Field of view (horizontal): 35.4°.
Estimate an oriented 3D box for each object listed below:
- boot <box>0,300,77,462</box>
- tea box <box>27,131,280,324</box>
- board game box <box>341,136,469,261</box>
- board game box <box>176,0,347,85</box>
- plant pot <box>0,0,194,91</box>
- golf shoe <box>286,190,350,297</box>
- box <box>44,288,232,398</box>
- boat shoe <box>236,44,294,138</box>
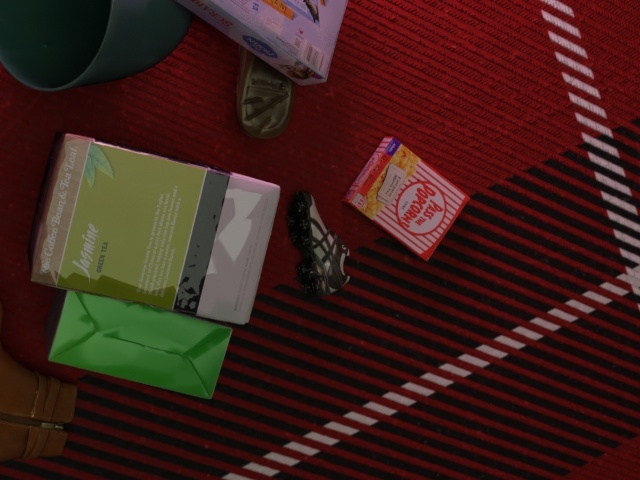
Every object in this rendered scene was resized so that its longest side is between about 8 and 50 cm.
[{"bbox_3d":[-0.490,0.227,1.620,0.220,0.109,0.283,12,92,-36],"label":"boot"},{"bbox_3d":[-0.273,-0.030,1.562,0.324,0.329,0.219,14,92,-17],"label":"tea box"},{"bbox_3d":[0.157,-0.076,1.840,0.193,0.045,0.146,35,85,-18],"label":"board game box"},{"bbox_3d":[-0.077,-0.452,1.541,0.319,0.066,0.317,29,69,-41],"label":"board game box"},{"bbox_3d":[-0.333,-0.376,1.529,0.235,0.293,0.292,-14,103,-54],"label":"plant pot"},{"bbox_3d":[0.000,0.000,1.793,0.094,0.077,0.198,-18,108,-26],"label":"golf shoe"},{"bbox_3d":[-0.301,0.141,1.624,0.262,0.231,0.126,17,91,-19],"label":"box"},{"bbox_3d":[-0.085,-0.342,1.700,0.122,0.110,0.341,14,92,-17],"label":"boat shoe"}]
